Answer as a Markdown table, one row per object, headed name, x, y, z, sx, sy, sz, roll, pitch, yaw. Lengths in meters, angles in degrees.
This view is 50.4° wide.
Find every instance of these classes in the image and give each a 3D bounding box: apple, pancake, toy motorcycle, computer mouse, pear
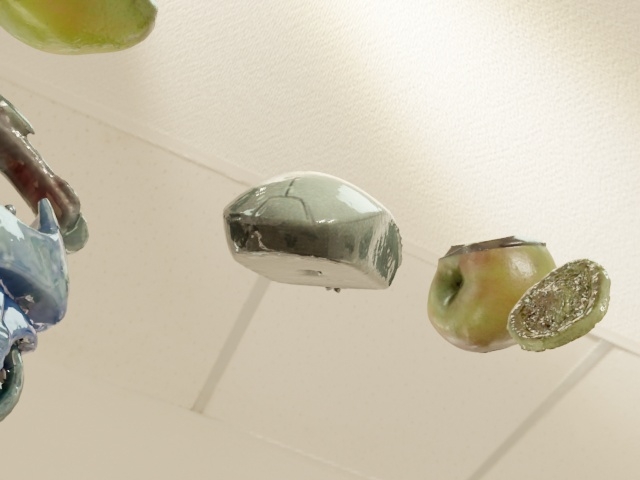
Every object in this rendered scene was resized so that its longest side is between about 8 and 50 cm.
| name | x | y | z | sx | sy | sz | roll | pitch | yaw |
| --- | --- | --- | --- | --- | --- | --- | --- | --- | --- |
| apple | 0.273 | 0.081 | 1.052 | 0.188 | 0.174 | 0.207 | 11 | -57 | -32 |
| pancake | 0.207 | 0.056 | 0.590 | 0.108 | 0.108 | 0.017 | -39 | -74 | 27 |
| toy motorcycle | -0.280 | -0.042 | 0.480 | 0.182 | 0.241 | 0.319 | -18 | -67 | 46 |
| computer mouse | 0.000 | -0.006 | 0.491 | 0.113 | 0.229 | 0.068 | 4 | -99 | 11 |
| pear | -0.302 | -0.318 | 0.818 | 0.220 | 0.187 | 0.187 | 17 | -56 | -12 |
